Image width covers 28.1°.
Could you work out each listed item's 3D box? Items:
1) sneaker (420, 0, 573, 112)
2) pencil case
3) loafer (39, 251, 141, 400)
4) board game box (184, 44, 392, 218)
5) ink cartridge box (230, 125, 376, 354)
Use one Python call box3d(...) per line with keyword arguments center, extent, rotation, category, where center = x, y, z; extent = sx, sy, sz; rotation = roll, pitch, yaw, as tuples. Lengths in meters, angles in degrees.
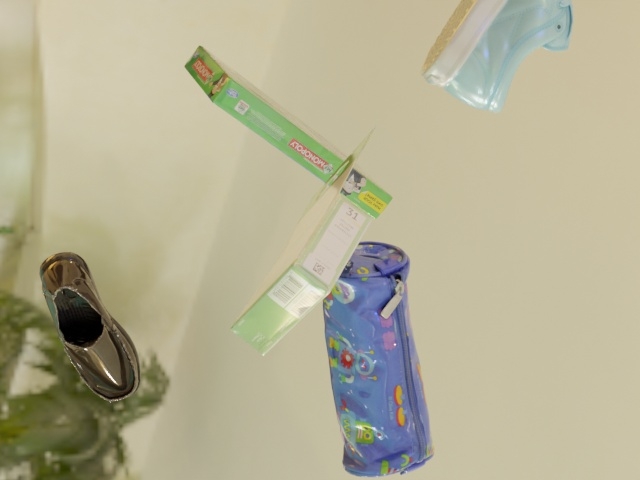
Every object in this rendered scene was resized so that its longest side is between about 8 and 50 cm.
box3d(center=(0.295, -0.336, 1.729), extent=(0.366, 0.150, 0.135), rotation=(-54, -167, 14), category="sneaker")
box3d(center=(0.072, 0.152, 1.614), extent=(0.133, 0.119, 0.306), rotation=(14, -64, 54), category="pencil case")
box3d(center=(-0.291, 0.122, 1.587), extent=(0.078, 0.080, 0.220), rotation=(-104, 171, -62), category="loafer")
box3d(center=(-0.051, -0.165, 1.925), extent=(0.046, 0.317, 0.213), rotation=(-52, -154, 7), category="board game box")
box3d(center=(0.000, 0.000, 1.434), extent=(0.171, 0.056, 0.235), rotation=(-47, -172, 50), category="ink cartridge box")
